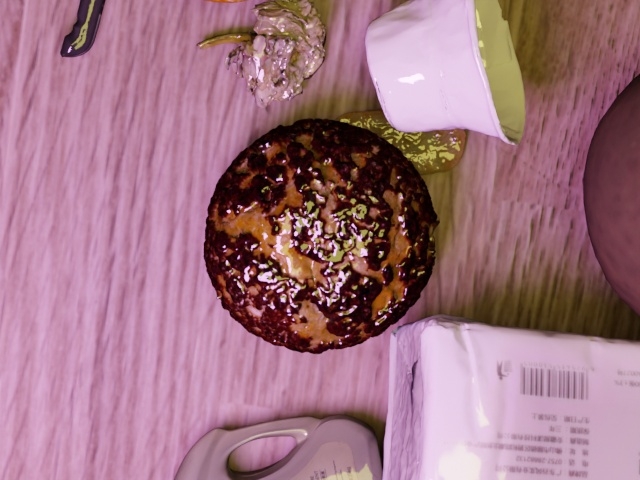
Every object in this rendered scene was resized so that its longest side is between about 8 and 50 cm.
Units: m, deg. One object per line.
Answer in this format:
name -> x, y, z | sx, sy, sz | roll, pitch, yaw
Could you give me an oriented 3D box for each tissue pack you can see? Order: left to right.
tissue pack -> 0.242, 0.220, 1.842 | 0.357, 0.194, 0.266 | 7, 79, -12

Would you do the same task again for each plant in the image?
plant -> -0.059, -0.197, 1.882 | 0.122, 0.104, 0.116 | 19, 55, 25

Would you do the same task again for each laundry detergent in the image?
laundry detergent -> -0.059, 0.276, 1.916 | 0.253, 0.091, 0.181 | -9, 95, -2

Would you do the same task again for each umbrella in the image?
umbrella -> -0.214, -0.302, 1.862 | 0.071, 0.071, 0.248 | 13, 102, -5

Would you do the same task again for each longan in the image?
longan -> 0.394, -0.047, 1.816 | 0.297, 0.297, 0.297 | 0, 97, -3

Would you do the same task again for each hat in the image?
hat -> 0.119, -0.177, 1.844 | 0.126, 0.203, 0.203 | -13, 97, 15

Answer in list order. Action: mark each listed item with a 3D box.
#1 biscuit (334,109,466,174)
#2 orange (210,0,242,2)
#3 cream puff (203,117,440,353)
biscuit -> 0.077, -0.100, 1.917 | 0.147, 0.018, 0.071 | -4, 101, -1
orange -> -0.090, -0.319, 1.815 | 0.178, 0.155, 0.177 | 0, 90, -20
cream puff -> 0.000, 0.000, 1.846 | 0.239, 0.165, 0.239 | 0, 101, -1
